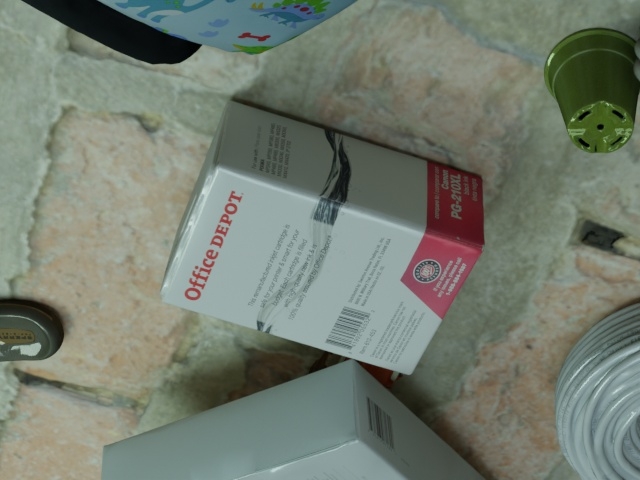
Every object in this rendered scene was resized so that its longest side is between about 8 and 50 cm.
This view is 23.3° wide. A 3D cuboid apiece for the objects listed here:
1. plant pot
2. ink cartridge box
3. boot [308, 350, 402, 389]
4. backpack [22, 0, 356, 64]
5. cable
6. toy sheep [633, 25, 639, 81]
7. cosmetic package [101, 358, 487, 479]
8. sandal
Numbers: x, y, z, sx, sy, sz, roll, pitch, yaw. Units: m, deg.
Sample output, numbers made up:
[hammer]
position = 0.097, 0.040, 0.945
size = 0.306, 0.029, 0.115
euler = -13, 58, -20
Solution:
[plant pot]
position = 0.220, -0.111, 1.233
size = 0.083, 0.079, 0.083
euler = 3, 132, 4
[ink cartridge box]
position = 0.000, 0.000, 1.341
size = 0.237, 0.100, 0.172
euler = 17, 131, -10
[boot]
position = 0.032, 0.137, 1.491
size = 0.084, 0.059, 0.158
euler = 14, 130, -13
[backpack]
position = -0.043, -0.261, 1.011
size = 0.355, 0.273, 0.290
euler = -38, 149, 20
[cable]
position = 0.350, 0.160, 1.455
size = 0.257, 0.089, 0.257
euler = -30, 122, 27
[toy sheep]
position = 0.285, -0.146, 1.193
size = 0.091, 0.091, 0.132
euler = 14, 113, -6
[cosmetic package]
position = 0.006, 0.278, 1.542
size = 0.284, 0.097, 0.377
euler = -23, 138, 21
[sandal]
position = -0.358, 0.104, 1.498
size = 0.219, 0.060, 0.090
euler = 0, 131, 6
